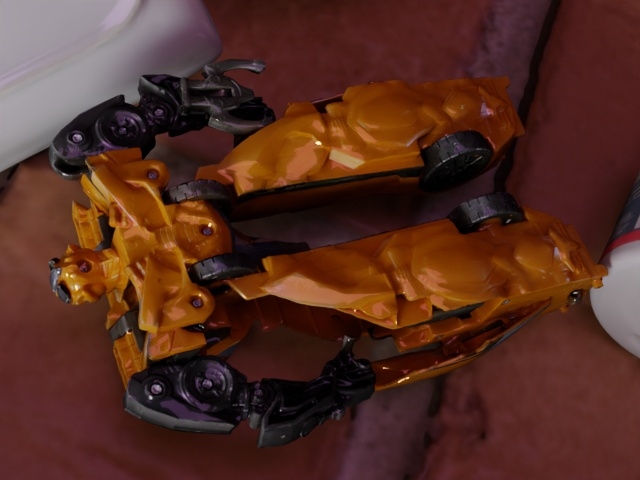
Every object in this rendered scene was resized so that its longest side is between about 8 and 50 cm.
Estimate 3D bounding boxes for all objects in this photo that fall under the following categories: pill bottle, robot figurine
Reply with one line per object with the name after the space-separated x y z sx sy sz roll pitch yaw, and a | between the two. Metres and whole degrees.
0.242 -0.017 0.633 0.108 0.108 0.180 33 57 2 | pill bottle
0.000 0.000 0.560 0.291 0.085 0.211 -11 66 -24 | robot figurine

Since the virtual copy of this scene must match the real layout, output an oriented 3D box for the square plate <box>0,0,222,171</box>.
-0.242 -0.177 0.501 0.347 0.049 0.344 -35 110 -30 | square plate
